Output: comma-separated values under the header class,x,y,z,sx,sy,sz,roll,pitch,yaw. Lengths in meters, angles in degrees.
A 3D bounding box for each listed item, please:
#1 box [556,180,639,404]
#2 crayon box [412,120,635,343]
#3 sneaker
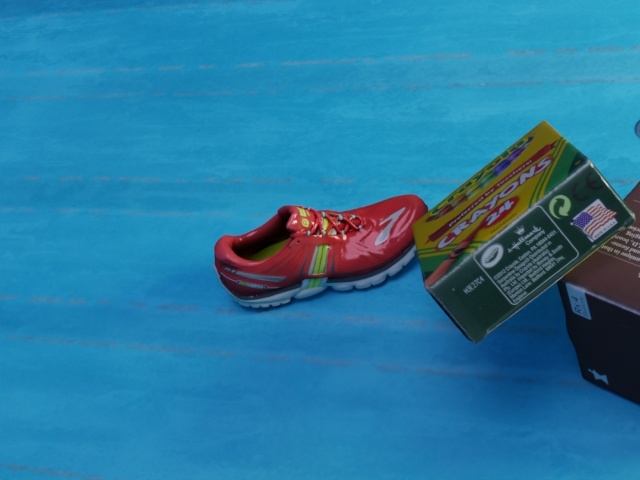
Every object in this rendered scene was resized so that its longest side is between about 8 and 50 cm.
class,x,y,z,sx,sy,sz,roll,pitch,yaw
box,0.374,0.052,1.201,0.167,0.168,0.203,25,61,40
crayon box,0.202,-0.025,1.285,0.202,0.081,0.318,-39,9,9
sneaker,0.000,0.000,1.465,0.279,0.118,0.107,-20,42,5
